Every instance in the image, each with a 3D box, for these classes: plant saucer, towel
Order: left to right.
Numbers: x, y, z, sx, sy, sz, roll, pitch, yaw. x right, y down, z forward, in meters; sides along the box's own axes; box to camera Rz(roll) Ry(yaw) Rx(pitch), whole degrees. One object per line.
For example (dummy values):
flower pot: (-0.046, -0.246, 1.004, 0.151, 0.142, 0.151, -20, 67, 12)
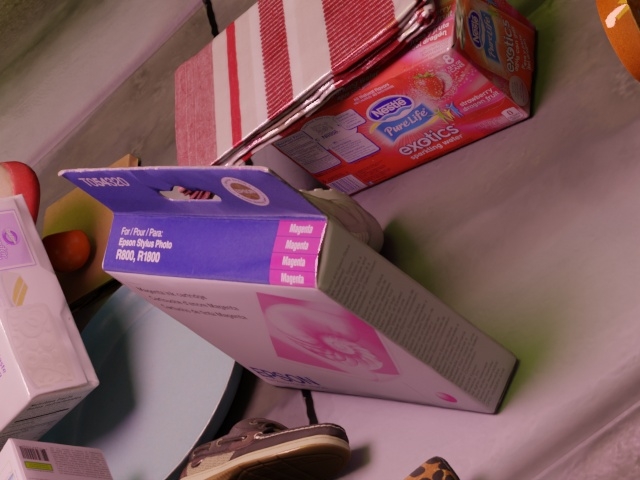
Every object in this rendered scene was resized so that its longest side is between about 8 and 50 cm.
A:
plant saucer: (-0.187, 0.162, 1.837, 0.317, 0.043, 0.318, -31, 40, 30)
towel: (-0.023, -0.201, 1.735, 0.329, 0.037, 0.237, -36, 34, 22)

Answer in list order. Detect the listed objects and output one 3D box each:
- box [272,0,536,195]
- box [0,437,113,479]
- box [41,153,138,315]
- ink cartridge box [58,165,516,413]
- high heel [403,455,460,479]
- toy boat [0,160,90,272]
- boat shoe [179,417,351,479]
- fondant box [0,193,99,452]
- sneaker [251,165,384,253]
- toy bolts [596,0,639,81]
box: (0.080, -0.159, 1.718, 0.257, 0.128, 0.123, -23, 45, 38)
box: (-0.301, 0.312, 1.731, 0.203, 0.114, 0.103, -55, 42, 26)
box: (-0.295, 0.004, 2.117, 0.164, 0.021, 0.201, -30, 41, 31)
ink cartridge box: (-0.045, 0.046, 1.515, 0.324, 0.330, 0.071, 2, 63, 51)
high heel: (0.003, 0.274, 1.446, 0.261, 0.093, 0.186, -2, 63, 24)
toy boat: (-0.351, 0.015, 2.038, 0.151, 0.151, 0.231, 39, 135, 55)
boat shoe: (-0.060, 0.204, 1.619, 0.223, 0.080, 0.073, -27, 48, 40)
fondant box: (-0.400, 0.132, 1.909, 0.330, 0.096, 0.238, -40, 68, 43)
sneaker: (0.000, 0.000, 1.613, 0.095, 0.235, 0.090, 31, 101, 33)
toy bolts: (0.346, -0.138, 1.344, 0.158, 0.218, 0.229, -26, 62, 26)
